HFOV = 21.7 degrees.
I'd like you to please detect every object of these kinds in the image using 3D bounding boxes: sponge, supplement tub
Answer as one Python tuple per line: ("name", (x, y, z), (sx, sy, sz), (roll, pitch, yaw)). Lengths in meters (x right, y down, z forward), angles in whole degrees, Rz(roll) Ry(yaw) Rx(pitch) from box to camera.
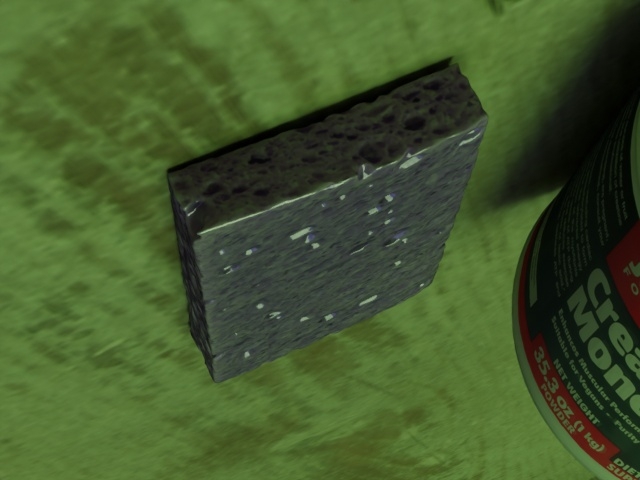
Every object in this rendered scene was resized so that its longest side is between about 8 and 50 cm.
("sponge", (0.000, 0.000, 0.692), (0.117, 0.031, 0.210), (-23, 163, -10))
("supplement tub", (0.203, 0.001, 0.710), (0.191, 0.191, 0.272), (-21, 163, -17))
